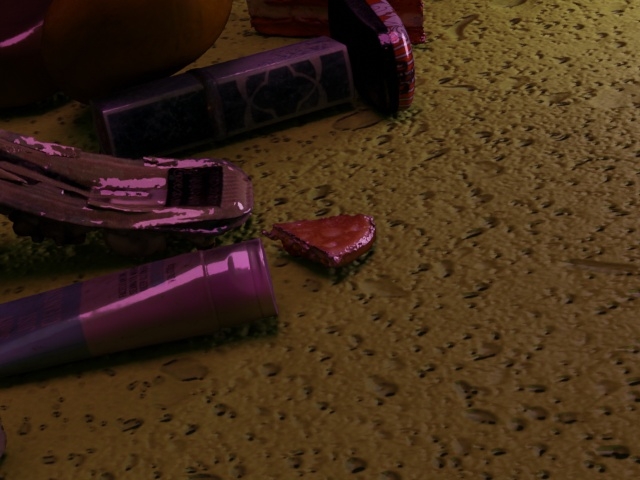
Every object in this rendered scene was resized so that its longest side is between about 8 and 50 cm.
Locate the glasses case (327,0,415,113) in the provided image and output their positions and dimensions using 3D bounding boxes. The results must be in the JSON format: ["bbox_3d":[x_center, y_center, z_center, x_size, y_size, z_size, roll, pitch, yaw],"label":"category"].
[{"bbox_3d":[0.056,-0.228,1.710,0.067,0.103,0.266,-13,28,-7],"label":"glasses case"}]

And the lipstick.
[{"bbox_3d":[-0.104,-0.156,1.635,0.290,0.077,0.076,-18,22,-18],"label":"lipstick"}]

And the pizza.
[{"bbox_3d":[0.015,0.000,1.360,0.099,0.029,0.100,-19,30,-37],"label":"pizza"}]

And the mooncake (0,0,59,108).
[{"bbox_3d":[-0.381,-0.242,1.836,0.235,0.117,0.235,-8,37,6],"label":"mooncake"}]

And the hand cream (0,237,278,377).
[{"bbox_3d":[-0.195,0.062,1.249,0.312,0.070,0.111,-13,29,-1],"label":"hand cream"}]

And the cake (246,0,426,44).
[{"bbox_3d":[0.002,-0.327,1.864,0.160,0.158,0.262,-21,30,-16],"label":"cake"}]

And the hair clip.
[{"bbox_3d":[-0.228,-0.038,1.407,0.321,0.091,0.138,10,25,-8],"label":"hair clip"}]

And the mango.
[{"bbox_3d":[-0.214,-0.233,1.637,0.195,0.142,0.332,-14,-11,-33],"label":"mango"}]

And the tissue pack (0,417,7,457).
[{"bbox_3d":[-0.362,0.152,1.047,0.225,0.124,0.185,-3,25,9],"label":"tissue pack"}]
